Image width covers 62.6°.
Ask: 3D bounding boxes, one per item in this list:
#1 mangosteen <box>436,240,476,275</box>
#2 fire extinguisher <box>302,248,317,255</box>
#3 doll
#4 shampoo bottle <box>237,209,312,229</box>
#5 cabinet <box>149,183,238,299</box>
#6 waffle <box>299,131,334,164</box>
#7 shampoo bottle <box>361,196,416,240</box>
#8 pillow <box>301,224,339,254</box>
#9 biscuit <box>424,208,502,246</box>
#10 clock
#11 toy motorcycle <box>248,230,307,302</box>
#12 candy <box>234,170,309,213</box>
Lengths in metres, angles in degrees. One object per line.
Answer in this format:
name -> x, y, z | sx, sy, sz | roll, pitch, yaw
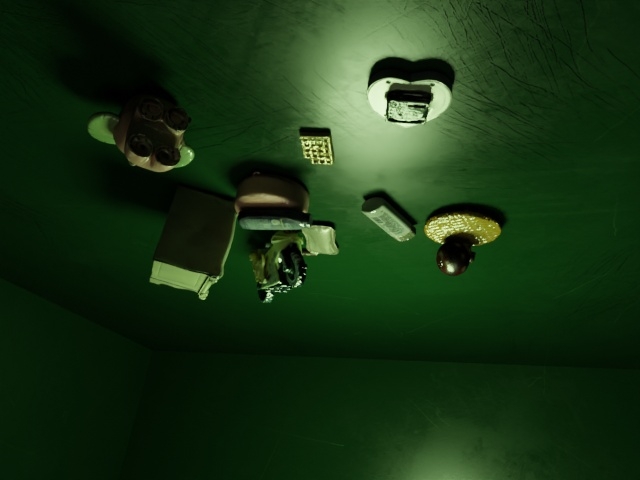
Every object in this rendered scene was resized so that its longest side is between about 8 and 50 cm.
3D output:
mangosteen -> 0.473, 0.058, 1.821 | 0.140, 0.140, 0.140 | 6, 154, 3
fire extinguisher -> -0.058, 0.050, 2.128 | 0.100, 0.032, 0.046 | 2, -173, 11
doll -> -0.463, -0.264, 1.389 | 0.284, 0.216, 0.268 | 20, 158, -29
shampoo bottle -> -0.143, -0.065, 1.666 | 0.234, 0.049, 0.087 | 1, 152, 16
cabinet -> -0.452, 0.020, 1.876 | 0.228, 0.289, 0.318 | 17, 155, -14
waffle -> -0.010, -0.260, 1.487 | 0.092, 0.021, 0.135 | 3, 153, 7
shampoo bottle -> 0.233, -0.068, 1.765 | 0.086, 0.055, 0.227 | -15, 146, 36
pillow -> 0.000, 0.000, 1.989 | 0.131, 0.038, 0.232 | 6, 153, 10
biscuit -> 0.477, -0.040, 1.775 | 0.254, 0.035, 0.254 | 6, 156, 3
clock -> 0.207, -0.323, 1.249 | 0.198, 0.064, 0.172 | 6, 153, 6
toy motorcycle -> -0.161, 0.096, 2.013 | 0.169, 0.236, 0.410 | 5, 160, -27
candy -> -0.161, -0.126, 1.716 | 0.256, 0.094, 0.255 | 7, 154, 3
